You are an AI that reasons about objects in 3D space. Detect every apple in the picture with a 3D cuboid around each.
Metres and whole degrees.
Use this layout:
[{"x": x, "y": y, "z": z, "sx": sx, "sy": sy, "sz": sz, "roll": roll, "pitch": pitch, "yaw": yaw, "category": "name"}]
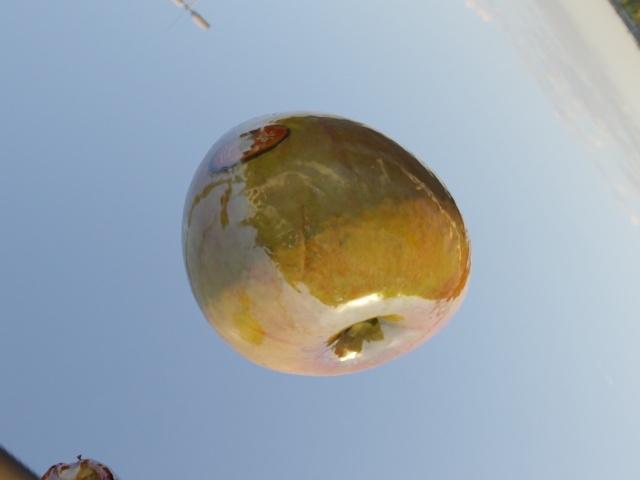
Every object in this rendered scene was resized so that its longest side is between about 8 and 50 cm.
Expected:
[{"x": 0.000, "y": 0.000, "z": 0.449, "sx": 0.182, "sy": 0.182, "sz": 0.155, "roll": 21, "pitch": -144, "yaw": -45, "category": "apple"}]

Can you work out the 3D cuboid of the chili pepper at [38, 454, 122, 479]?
[{"x": -0.137, "y": 0.220, "z": 0.434, "sx": 0.084, "sy": 0.192, "sz": 0.086, "roll": 13, "pitch": -137, "yaw": 14, "category": "chili pepper"}]
